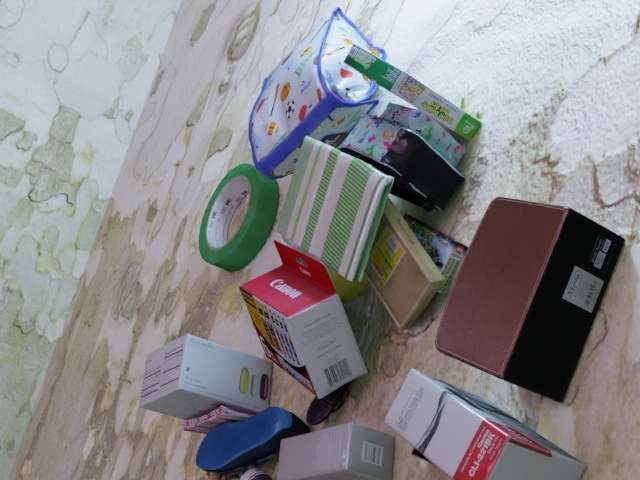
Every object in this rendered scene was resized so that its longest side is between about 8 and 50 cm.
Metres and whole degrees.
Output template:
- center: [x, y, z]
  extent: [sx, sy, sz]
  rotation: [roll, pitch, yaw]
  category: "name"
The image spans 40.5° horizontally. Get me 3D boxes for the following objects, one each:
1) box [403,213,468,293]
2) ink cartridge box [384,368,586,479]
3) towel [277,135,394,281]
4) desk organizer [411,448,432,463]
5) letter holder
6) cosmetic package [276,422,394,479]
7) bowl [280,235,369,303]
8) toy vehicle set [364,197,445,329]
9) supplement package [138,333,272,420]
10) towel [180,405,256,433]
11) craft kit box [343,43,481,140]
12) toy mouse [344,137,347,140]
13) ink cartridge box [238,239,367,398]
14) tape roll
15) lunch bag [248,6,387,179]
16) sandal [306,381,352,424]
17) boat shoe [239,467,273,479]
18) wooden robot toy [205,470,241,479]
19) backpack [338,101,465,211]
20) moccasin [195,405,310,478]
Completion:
- center: [0.222, 0.025, 1.869]
  extent: [0.114, 0.036, 0.207]
  rotation: [-63, 32, 5]
  category: "box"
- center: [0.266, 0.337, 1.445]
  extent: [0.273, 0.197, 0.114]
  rotation: [27, 92, 58]
  category: "ink cartridge box"
- center: [0.023, -0.072, 1.884]
  extent: [0.325, 0.038, 0.247]
  rotation: [31, 108, 52]
  category: "towel"
- center: [0.223, 0.356, 1.635]
  extent: [0.047, 0.050, 0.130]
  rotation: [13, 81, 58]
  category: "desk organizer"
- center: [0.355, 0.094, 1.521]
  extent: [0.214, 0.152, 0.301]
  rotation: [17, 84, 60]
  category: "letter holder"
- center: [0.028, 0.453, 1.792]
  extent: [0.238, 0.127, 0.107]
  rotation: [-21, 53, 46]
  category: "cosmetic package"
- center: [0.000, 0.000, 2.060]
  extent: [0.289, 0.156, 0.289]
  rotation: [-19, 64, 47]
  category: "bowl"
- center: [0.147, 0.034, 1.835]
  extent: [0.267, 0.035, 0.166]
  rotation: [59, 142, 28]
  category: "toy vehicle set"
- center: [-0.287, 0.362, 2.186]
  extent: [0.204, 0.262, 0.145]
  rotation: [-29, 48, 44]
  category: "supplement package"
- center: [-0.240, 0.455, 2.168]
  extent: [0.197, 0.144, 0.029]
  rotation: [-29, 52, 45]
  category: "towel"
- center: [0.202, -0.332, 1.935]
  extent: [0.061, 0.247, 0.250]
  rotation: [-60, 32, 12]
  category: "craft kit box"
- center: [0.111, -0.257, 2.214]
  extent: [0.143, 0.031, 0.161]
  rotation: [-6, 55, 56]
  category: "toy mouse"
- center: [-0.058, 0.165, 1.940]
  extent: [0.130, 0.271, 0.309]
  rotation: [-26, 19, -19]
  category: "ink cartridge box"
- center: [-0.247, -0.069, 2.590]
  extent: [0.321, 0.077, 0.321]
  rotation: [-34, 43, 40]
  category: "tape roll"
- center: [-0.015, -0.358, 2.244]
  extent: [0.328, 0.239, 0.385]
  rotation: [-41, 19, 35]
  category: "lunch bag"
- center: [0.037, 0.345, 1.940]
  extent: [0.179, 0.040, 0.067]
  rotation: [-51, 36, -4]
  category: "sandal"
- center: [-0.179, 0.677, 1.979]
  extent: [0.102, 0.108, 0.301]
  rotation: [24, 86, 55]
  category: "boat shoe"
- center: [-0.251, 0.597, 2.153]
  extent: [0.076, 0.079, 0.173]
  rotation: [-63, 31, 4]
  category: "wooden robot toy"
- center: [0.172, -0.188, 1.902]
  extent: [0.253, 0.225, 0.191]
  rotation: [18, 76, 55]
  category: "backpack"
- center: [-0.163, 0.496, 2.053]
  extent: [0.342, 0.117, 0.137]
  rotation: [-25, 45, 42]
  category: "moccasin"
